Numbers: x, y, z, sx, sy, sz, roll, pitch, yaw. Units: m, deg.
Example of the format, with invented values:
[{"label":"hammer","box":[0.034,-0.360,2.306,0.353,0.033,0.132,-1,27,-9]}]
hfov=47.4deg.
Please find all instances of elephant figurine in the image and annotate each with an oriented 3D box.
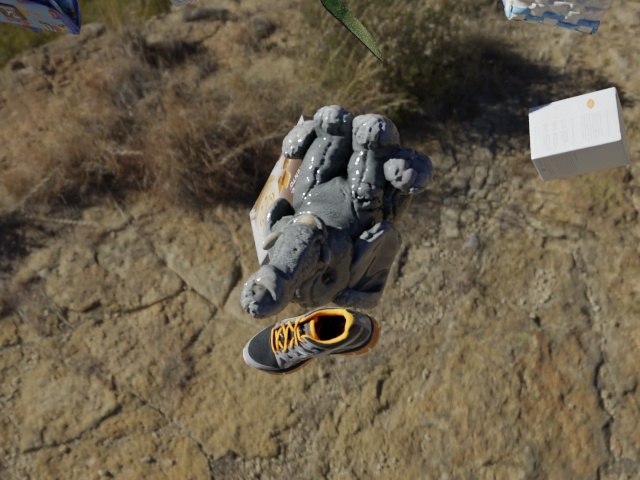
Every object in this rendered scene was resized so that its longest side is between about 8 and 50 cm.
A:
[{"label":"elephant figurine","box":[0.000,0.000,0.729,0.169,0.186,0.240,-5,56,53]}]

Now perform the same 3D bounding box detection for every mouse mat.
[{"label":"mouse mat","box":[0.059,-0.464,1.534,0.007,0.189,0.153,-39,32,22]}]

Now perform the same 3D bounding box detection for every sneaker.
[{"label":"sneaker","box":[-0.023,0.142,1.090,0.214,0.083,0.084,-18,63,16]}]

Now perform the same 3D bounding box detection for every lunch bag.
[{"label":"lunch bag","box":[-0.577,-0.484,1.327,0.220,0.293,0.138,9,71,7]}]

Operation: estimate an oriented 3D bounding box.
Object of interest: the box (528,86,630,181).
[{"label":"box","box":[0.513,-0.208,1.449,0.170,0.091,0.130,-10,57,28]}]

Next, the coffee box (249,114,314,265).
[{"label":"coffee box","box":[-0.030,-0.079,1.303,0.098,0.247,0.141,10,43,-27]}]

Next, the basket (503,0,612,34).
[{"label":"basket","box":[0.458,-0.548,1.344,0.254,0.289,0.201,14,42,0]}]

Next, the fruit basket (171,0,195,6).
[{"label":"fruit basket","box":[-0.164,-0.464,1.003,0.352,0.327,0.166,-12,60,25]}]
